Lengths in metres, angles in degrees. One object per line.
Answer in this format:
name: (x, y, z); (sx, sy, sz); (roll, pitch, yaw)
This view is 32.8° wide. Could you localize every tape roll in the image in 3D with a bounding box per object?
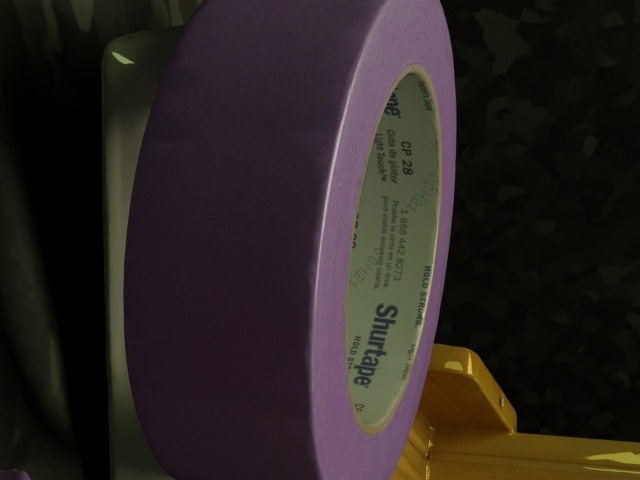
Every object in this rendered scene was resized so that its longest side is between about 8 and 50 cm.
tape roll: (0.000, 0.000, 0.572); (0.275, 0.090, 0.275); (7, 90, -72)

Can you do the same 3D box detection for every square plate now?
square plate: (-0.035, 0.027, 0.701); (0.347, 0.049, 0.344); (-40, 134, -65)

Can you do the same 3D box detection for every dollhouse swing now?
dollhouse swing: (0.198, 0.299, 1.043); (0.315, 0.304, 0.347); (53, 40, -54)

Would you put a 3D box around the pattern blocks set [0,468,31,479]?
pattern blocks set: (-0.132, 0.229, 0.353); (0.285, 0.026, 0.325); (71, 16, -59)
